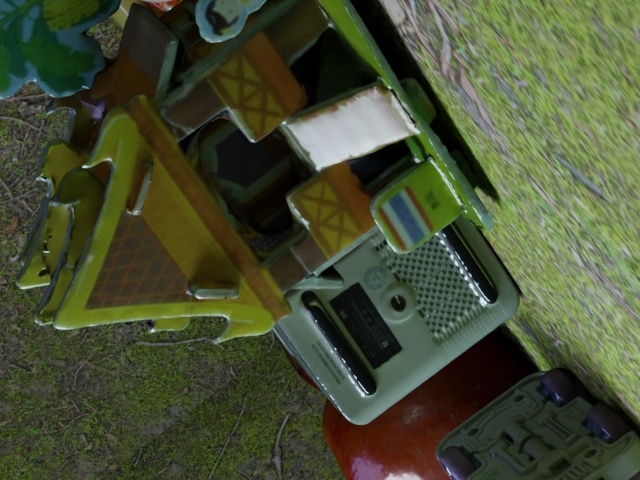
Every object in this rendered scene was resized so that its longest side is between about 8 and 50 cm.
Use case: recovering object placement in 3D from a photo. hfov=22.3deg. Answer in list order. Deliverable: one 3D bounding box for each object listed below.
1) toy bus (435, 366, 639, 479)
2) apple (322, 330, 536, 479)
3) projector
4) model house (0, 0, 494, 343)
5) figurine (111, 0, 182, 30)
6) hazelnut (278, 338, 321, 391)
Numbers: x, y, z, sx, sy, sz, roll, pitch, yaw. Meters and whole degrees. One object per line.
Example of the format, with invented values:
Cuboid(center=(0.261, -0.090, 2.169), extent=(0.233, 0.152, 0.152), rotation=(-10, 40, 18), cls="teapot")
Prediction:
Cuboid(center=(0.195, 0.206, 1.323), extent=(0.142, 0.142, 0.202), rotation=(55, 175, -20), cls="toy bus")
Cuboid(center=(0.118, 0.178, 1.558), extent=(0.218, 0.201, 0.218), rotation=(50, -177, -3), cls="apple")
Cuboid(center=(0.033, 0.028, 1.376), extent=(0.163, 0.177, 0.242), rotation=(56, 176, -19), cls="projector")
Cuboid(center=(-0.109, -0.085, 1.133), extent=(0.358, 0.313, 0.242), rotation=(57, 172, -29), cls="model house")
Cuboid(center=(-0.145, -0.251, 1.464), extent=(0.324, 0.124, 0.222), rotation=(48, 171, 18), cls="figurine")
Cuboid(center=(0.042, 0.125, 2.238), extent=(0.212, 0.180, 0.181), rotation=(-136, 39, -59), cls="hazelnut")
